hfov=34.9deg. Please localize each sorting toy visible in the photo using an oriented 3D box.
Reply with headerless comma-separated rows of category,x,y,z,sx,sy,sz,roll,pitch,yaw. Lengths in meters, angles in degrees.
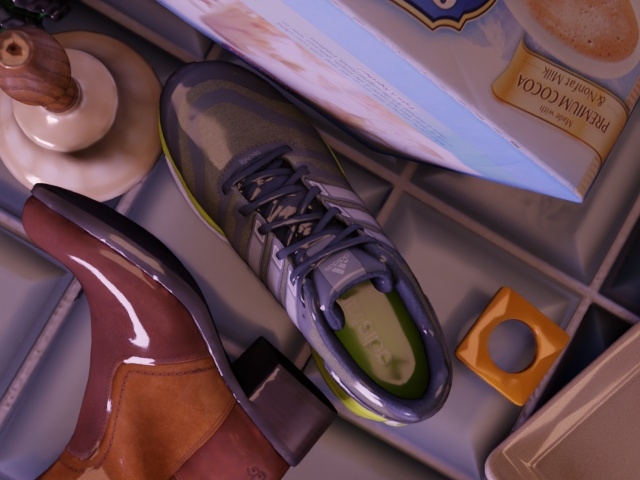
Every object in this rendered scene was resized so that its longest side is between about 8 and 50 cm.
sorting toy,0.238,0.167,0.746,0.196,0.047,0.347,-40,93,-10

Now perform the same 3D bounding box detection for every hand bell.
hand bell,-0.161,-0.093,0.611,0.126,0.242,0.126,0,88,-5

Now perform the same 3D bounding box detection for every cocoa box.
cocoa box,0.025,-0.210,0.580,0.347,0.231,0.228,31,85,-32

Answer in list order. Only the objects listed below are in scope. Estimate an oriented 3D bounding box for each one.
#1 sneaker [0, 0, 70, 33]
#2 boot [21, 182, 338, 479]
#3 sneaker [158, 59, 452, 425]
sneaker,-0.195,-0.261,0.683,0.146,0.134,0.343,35,76,3
boot,-0.171,0.135,0.682,0.280,0.096,0.264,-45,112,-1
sneaker,0.000,0.000,0.684,0.111,0.121,0.300,-39,94,-8
